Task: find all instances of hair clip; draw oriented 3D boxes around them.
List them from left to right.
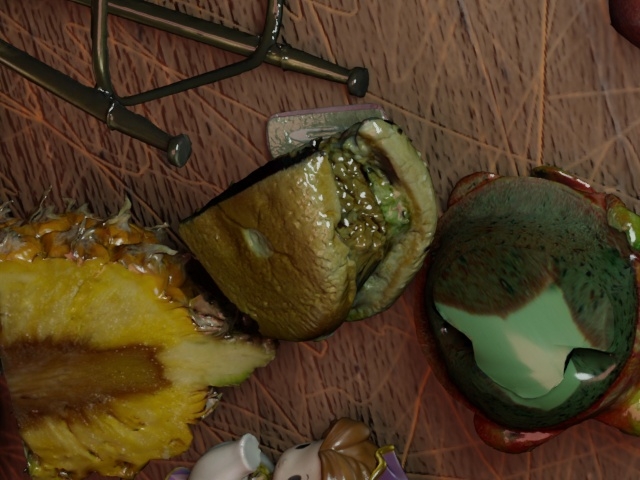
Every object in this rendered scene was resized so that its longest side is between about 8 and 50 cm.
[{"bbox_3d":[0.009,-0.104,1.771,0.137,0.022,0.054,-4,102,29],"label":"hair clip"}]

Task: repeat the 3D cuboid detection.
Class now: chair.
[{"bbox_3d":[-0.205,-0.305,1.627,0.410,0.365,0.361,11,109,24],"label":"chair"}]

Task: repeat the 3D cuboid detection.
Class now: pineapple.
[{"bbox_3d":[-0.187,0.070,1.851,0.286,0.209,0.344,-7,130,-2],"label":"pineapple"}]

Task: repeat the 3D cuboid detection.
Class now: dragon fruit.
[{"bbox_3d":[0.205,0.064,1.657,0.295,0.130,0.268,45,110,22],"label":"dragon fruit"}]

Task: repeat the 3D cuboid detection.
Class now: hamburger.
[{"bbox_3d":[0.000,0.000,1.682,0.192,0.168,0.288,56,147,-6],"label":"hamburger"}]

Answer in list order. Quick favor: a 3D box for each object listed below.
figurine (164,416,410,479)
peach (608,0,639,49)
[{"bbox_3d":[-0.025,0.264,1.831,0.263,0.142,0.189,-12,132,24],"label":"figurine"},{"bbox_3d":[0.319,-0.207,1.551,0.152,0.152,0.152,6,107,21],"label":"peach"}]
